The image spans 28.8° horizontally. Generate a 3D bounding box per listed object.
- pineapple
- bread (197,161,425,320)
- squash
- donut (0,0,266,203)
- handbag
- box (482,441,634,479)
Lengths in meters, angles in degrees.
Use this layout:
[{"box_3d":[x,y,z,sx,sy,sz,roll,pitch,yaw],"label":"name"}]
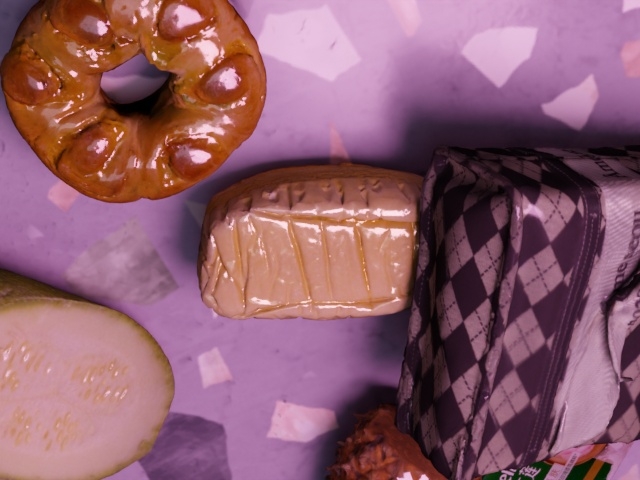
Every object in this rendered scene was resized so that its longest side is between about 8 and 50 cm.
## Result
[{"box_3d":[0.049,0.338,1.332,0.165,0.165,0.364,15,119,-14],"label":"pineapple"},{"box_3d":[0.000,0.000,1.182,0.236,0.106,0.140,-3,116,-6],"label":"bread"},{"box_3d":[-0.257,0.139,1.167,0.260,0.189,0.189,24,109,-13],"label":"squash"},{"box_3d":[-0.162,-0.141,1.091,0.226,0.114,0.226,-3,115,-7],"label":"donut"},{"box_3d":[0.292,0.072,1.165,0.416,0.180,0.317,-3,110,-24],"label":"handbag"},{"box_3d":[0.247,0.212,1.330,0.135,0.081,0.199,19,108,-16],"label":"box"}]
